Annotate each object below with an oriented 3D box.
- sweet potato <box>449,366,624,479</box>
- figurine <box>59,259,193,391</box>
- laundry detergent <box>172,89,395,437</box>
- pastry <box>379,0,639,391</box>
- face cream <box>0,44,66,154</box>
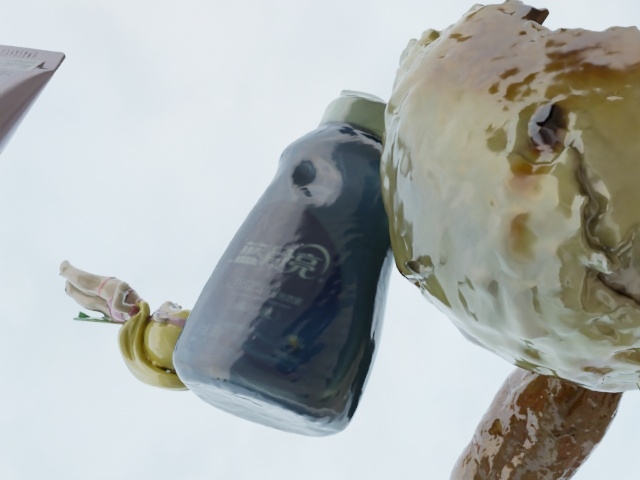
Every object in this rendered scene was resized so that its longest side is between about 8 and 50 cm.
[{"bbox_3d":[0.207,0.135,0.762,0.097,0.097,0.251,32,-84,-28],"label":"sweet potato"},{"bbox_3d":[-0.176,0.078,0.824,0.083,0.187,0.083,-49,-25,-32],"label":"figurine"},{"bbox_3d":[0.000,0.000,0.689,0.094,0.143,0.290,53,-129,-50],"label":"laundry detergent"},{"bbox_3d":[0.129,-0.006,0.551,0.170,0.256,0.237,-33,-50,-23],"label":"pastry"},{"bbox_3d":[-0.430,-0.133,1.071,0.274,0.154,0.096,-65,-33,-24],"label":"face cream"}]
